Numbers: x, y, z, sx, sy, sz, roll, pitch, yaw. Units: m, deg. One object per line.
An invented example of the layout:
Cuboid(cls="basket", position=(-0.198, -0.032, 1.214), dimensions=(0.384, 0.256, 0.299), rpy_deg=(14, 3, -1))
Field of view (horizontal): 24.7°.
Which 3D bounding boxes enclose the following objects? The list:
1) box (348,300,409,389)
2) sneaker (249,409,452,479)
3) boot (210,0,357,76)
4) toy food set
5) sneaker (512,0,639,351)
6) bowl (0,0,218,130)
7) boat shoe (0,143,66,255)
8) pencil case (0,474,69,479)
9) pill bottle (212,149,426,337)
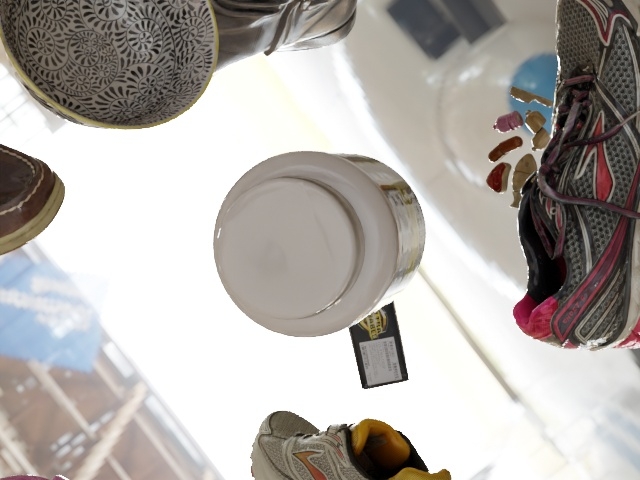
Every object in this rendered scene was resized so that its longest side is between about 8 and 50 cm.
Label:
Cuboid(cls="box", position=(0.044, 0.038, 1.486), dimensions=(0.220, 0.051, 0.175), rpy_deg=(-90, -12, -80))
Cuboid(cls="sneaker", position=(0.027, 0.161, 1.020), dimensions=(0.088, 0.093, 0.225), rpy_deg=(6, -170, -33))
Cuboid(cls="boot", position=(-0.110, -0.249, 1.548), dimensions=(0.223, 0.338, 0.118), rpy_deg=(110, 138, -82))
Cuboid(cls="toy food set", position=(0.214, -0.101, 1.584), dimensions=(0.078, 0.122, 0.019), rpy_deg=(27, -165, 37))
Cuboid(cls="sneaker", position=(0.213, -0.061, 1.158), dimensions=(0.121, 0.112, 0.299), rpy_deg=(173, 96, -72))
Cuboid(cls="bowl", position=(-0.169, -0.147, 1.084), dimensions=(0.170, 0.170, 0.080), rpy_deg=(52, 147, -4))
Cuboid(cls="boat shoe", position=(-0.388, -0.065, 1.254), dimensions=(0.342, 0.123, 0.123), rpy_deg=(9, 143, 20))
Cuboid(cls="pencil case", position=(-0.288, 0.411, 1.403), dimensions=(0.167, 0.160, 0.386), rpy_deg=(-105, 22, -56))
Cuboid(cls="pill bottle", position=(0.000, 0.000, 0.951), dimensions=(0.117, 0.117, 0.215), rpy_deg=(52, -170, 5))
